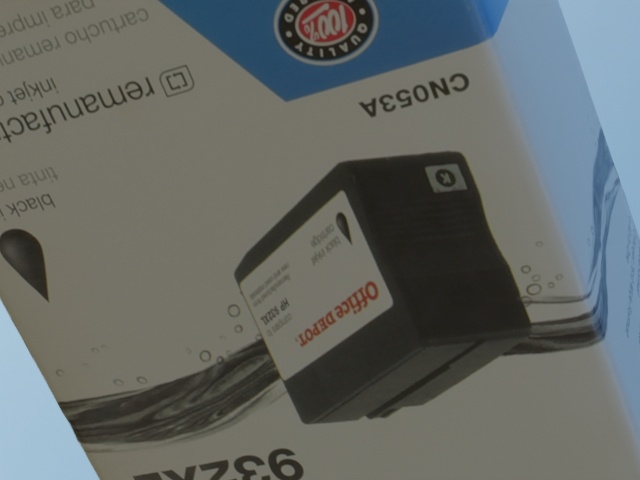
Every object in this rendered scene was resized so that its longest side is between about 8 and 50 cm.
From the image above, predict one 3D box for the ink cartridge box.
[{"bbox_3d":[0.000,0.000,0.640,0.223,0.129,0.307,-15,-64,20],"label":"ink cartridge box"}]
